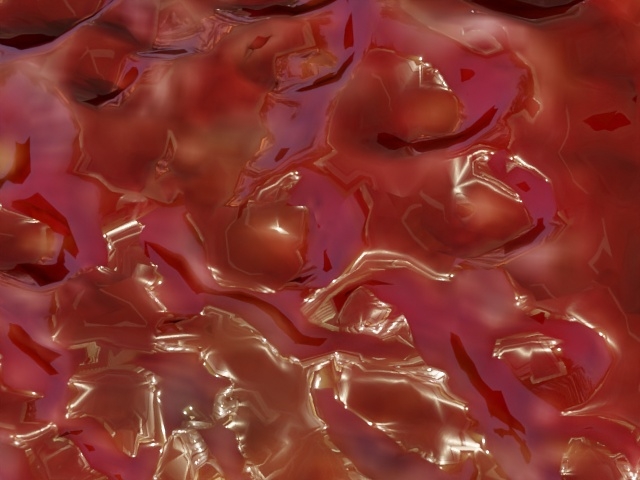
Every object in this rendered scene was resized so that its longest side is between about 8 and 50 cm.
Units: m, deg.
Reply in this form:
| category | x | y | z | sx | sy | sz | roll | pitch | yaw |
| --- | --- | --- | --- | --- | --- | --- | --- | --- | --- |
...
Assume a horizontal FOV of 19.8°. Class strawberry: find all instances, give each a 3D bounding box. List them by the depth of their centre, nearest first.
| category | x | y | z | sx | sy | sz | roll | pitch | yaw |
| --- | --- | --- | --- | --- | --- | --- | --- | --- | --- |
| strawberry | 0.013 | -0.007 | 0.462 | 0.310 | 0.292 | 0.292 | 30 | -135 | 2 |
